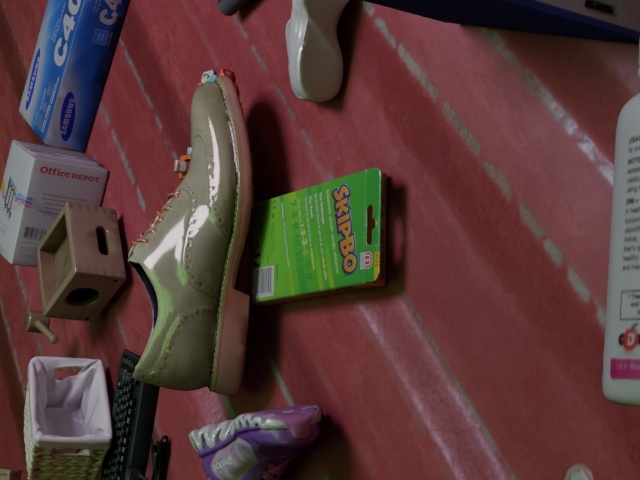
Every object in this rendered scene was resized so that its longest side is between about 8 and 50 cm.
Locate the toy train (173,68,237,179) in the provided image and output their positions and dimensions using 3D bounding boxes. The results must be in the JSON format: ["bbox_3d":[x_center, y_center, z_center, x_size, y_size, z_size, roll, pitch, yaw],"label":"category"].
[{"bbox_3d":[-0.162,-0.152,1.708,0.125,0.046,0.166,6,89,57],"label":"toy train"}]

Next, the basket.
[{"bbox_3d":[-0.372,0.263,1.857,0.167,0.113,0.103,-108,29,-48],"label":"basket"}]

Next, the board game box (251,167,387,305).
[{"bbox_3d":[0.000,0.000,1.435,0.259,0.039,0.124,-15,71,58],"label":"board game box"}]

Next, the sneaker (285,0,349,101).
[{"bbox_3d":[-0.009,-0.269,1.482,0.094,0.080,0.212,-159,78,-68],"label":"sneaker"}]

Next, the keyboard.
[{"bbox_3d":[-0.266,0.322,1.775,0.201,0.033,0.317,11,93,57],"label":"keyboard"}]

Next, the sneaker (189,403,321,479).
[{"bbox_3d":[-0.067,0.247,1.440,0.236,0.095,0.105,-30,65,56],"label":"sneaker"}]

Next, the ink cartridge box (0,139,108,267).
[{"bbox_3d":[-0.434,-0.056,2.026,0.127,0.128,0.176,32,109,55],"label":"ink cartridge box"}]

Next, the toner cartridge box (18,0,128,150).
[{"bbox_3d":[-0.396,-0.339,2.083,0.165,0.075,0.348,43,119,53],"label":"toner cartridge box"}]

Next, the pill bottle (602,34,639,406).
[{"bbox_3d":[0.285,-0.021,0.888,0.160,0.160,0.283,-4,80,57],"label":"pill bottle"}]

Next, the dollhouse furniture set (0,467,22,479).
[{"bbox_3d":[-0.423,0.449,1.963,0.160,0.101,0.182,-1,81,32],"label":"dollhouse furniture set"}]

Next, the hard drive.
[{"bbox_3d":[0.137,-0.217,1.113,0.318,0.210,0.040,23,102,56],"label":"hard drive"}]

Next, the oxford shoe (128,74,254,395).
[{"bbox_3d":[-0.159,-0.014,1.550,0.140,0.146,0.397,122,150,-74],"label":"oxford shoe"}]

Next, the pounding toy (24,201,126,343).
[{"bbox_3d":[-0.371,0.078,1.931,0.206,0.094,0.181,-48,45,41],"label":"pounding toy"}]

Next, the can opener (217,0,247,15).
[{"bbox_3d":[-0.058,-0.386,1.598,0.280,0.074,0.093,-39,17,44],"label":"can opener"}]
